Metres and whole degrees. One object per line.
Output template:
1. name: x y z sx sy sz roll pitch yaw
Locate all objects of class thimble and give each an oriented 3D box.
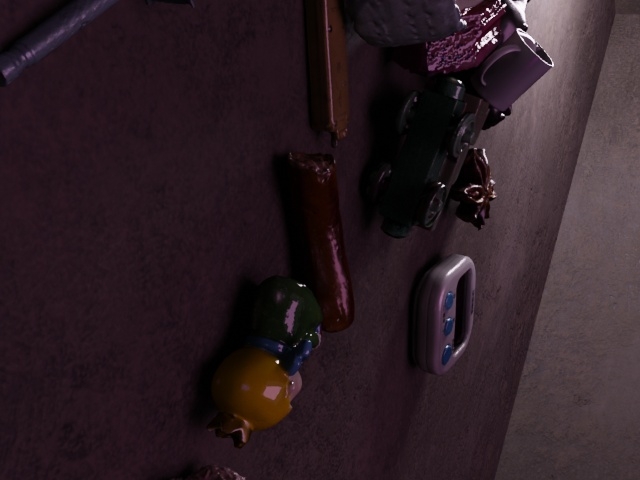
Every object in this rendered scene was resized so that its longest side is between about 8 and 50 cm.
1. thimble: 0.130 -0.405 1.139 0.250 0.172 0.205 72 22 -51

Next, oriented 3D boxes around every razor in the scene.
1. razor: -0.217 -0.216 0.708 0.232 0.068 0.106 -54 143 -33

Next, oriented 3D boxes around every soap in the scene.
1. soap: 0.228 -0.387 1.395 0.250 0.162 0.099 -44 143 -48

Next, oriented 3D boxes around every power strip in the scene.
1. power strip: 0.009 -0.289 1.131 0.064 0.044 0.305 -37 129 -54

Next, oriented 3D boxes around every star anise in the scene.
1. star anise: 0.356 -0.133 1.799 0.220 0.099 0.214 56 36 -47

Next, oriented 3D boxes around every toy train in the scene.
1. toy train: 0.202 -0.150 1.396 0.221 0.150 0.304 -11 124 -65

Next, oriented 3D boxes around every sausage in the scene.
1. sausage: 0.000 -0.001 1.150 0.103 0.076 0.302 -104 -175 -64

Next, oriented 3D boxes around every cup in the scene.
1. cup: 0.355 -0.336 1.451 0.136 0.133 0.099 25 37 -30

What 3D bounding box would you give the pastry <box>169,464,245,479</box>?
1. pastry: -0.139 0.385 1.007 0.112 0.103 0.265 -63 151 -43

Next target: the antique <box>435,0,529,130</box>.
1. antique: 0.362 -0.398 1.631 0.255 0.185 0.322 -49 140 -56

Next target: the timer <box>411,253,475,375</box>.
1. timer: 0.288 0.172 1.768 0.237 0.087 0.262 -32 127 -55

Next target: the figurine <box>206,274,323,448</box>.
1. figurine: -0.073 0.181 1.061 0.185 0.127 0.234 77 21 -66

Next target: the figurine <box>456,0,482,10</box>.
1. figurine: 0.206 -0.489 1.335 0.127 0.235 0.155 16 115 -30
